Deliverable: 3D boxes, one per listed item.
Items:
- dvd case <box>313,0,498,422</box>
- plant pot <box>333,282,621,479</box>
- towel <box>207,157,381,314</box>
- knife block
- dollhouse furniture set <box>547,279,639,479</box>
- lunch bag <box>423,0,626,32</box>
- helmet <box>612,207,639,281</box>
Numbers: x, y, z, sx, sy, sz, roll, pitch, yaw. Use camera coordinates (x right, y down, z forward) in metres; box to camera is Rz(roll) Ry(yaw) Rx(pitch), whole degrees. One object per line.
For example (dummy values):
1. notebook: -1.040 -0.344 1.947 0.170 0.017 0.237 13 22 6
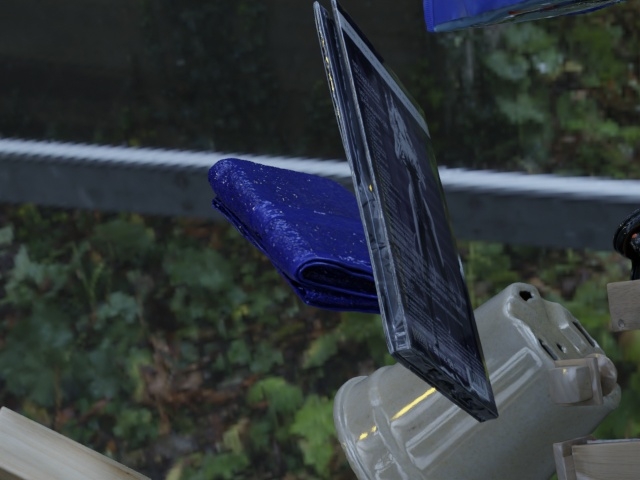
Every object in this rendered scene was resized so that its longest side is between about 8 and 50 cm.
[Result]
1. dvd case: 0.052 -0.015 0.782 0.018 0.164 0.221 -19 64 17
2. plant pot: 0.242 0.238 1.861 0.305 0.333 0.334 -45 29 23
3. towel: 0.000 0.000 1.667 0.227 0.076 0.308 12 21 -32
4. knife block: -0.267 0.322 1.623 0.242 0.276 0.088 -12 29 25
5. dollhouse furniture set: 0.392 0.202 1.215 0.303 0.356 0.173 -11 -5 44
6. lunch bag: 0.218 -0.225 0.933 0.293 0.138 0.221 -25 12 -23
7. helmet: 0.487 0.039 1.786 0.169 0.161 0.169 -23 40 20
